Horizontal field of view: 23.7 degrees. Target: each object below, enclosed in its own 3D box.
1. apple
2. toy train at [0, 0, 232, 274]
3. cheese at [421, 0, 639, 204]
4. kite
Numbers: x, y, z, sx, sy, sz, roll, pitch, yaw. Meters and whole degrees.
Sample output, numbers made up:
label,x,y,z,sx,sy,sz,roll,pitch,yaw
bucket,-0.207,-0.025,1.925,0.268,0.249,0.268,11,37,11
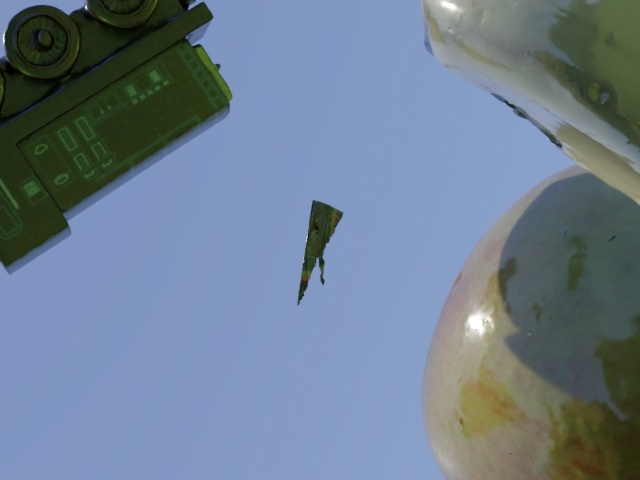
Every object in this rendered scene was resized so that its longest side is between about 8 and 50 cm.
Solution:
label,x,y,z,sx,sy,sz,roll,pitch,yaw
apple,0.240,0.096,0.974,0.319,0.277,0.319,-15,-58,-25
toy train,-0.160,-0.089,1.013,0.225,0.137,0.090,-34,2,-10
cheese,0.158,-0.050,0.644,0.070,0.249,0.163,-56,-43,0
kite,0.000,0.000,1.292,0.122,0.004,0.090,-60,-29,-49
